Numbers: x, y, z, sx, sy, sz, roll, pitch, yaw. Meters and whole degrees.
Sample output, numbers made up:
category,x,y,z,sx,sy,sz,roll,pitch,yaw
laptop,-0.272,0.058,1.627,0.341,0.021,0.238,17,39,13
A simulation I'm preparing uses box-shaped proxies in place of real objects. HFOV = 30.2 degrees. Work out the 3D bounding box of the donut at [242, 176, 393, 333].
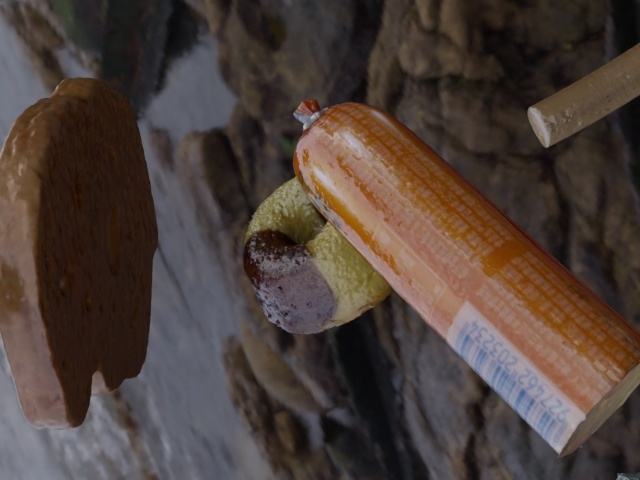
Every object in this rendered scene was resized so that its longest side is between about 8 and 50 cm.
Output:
category,x,y,z,sx,sy,sz,roll,pitch,yaw
donut,0.000,0.000,1.090,0.073,0.166,0.184,54,-155,-30

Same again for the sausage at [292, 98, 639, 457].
category,x,y,z,sx,sy,sz,roll,pitch,yaw
sausage,0.083,0.005,0.806,0.312,0.093,0.093,45,149,25

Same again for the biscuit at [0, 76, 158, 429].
category,x,y,z,sx,sy,sz,roll,pitch,yaw
biscuit,-0.256,-0.001,1.281,0.455,0.078,0.349,-41,-48,-82

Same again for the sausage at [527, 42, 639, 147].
category,x,y,z,sx,sy,sz,roll,pitch,yaw
sausage,0.403,-0.219,1.533,0.065,0.301,0.066,59,175,8

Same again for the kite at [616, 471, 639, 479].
category,x,y,z,sx,sy,sz,roll,pitch,yaw
kite,0.229,0.114,0.620,0.157,0.139,0.011,-16,87,28
